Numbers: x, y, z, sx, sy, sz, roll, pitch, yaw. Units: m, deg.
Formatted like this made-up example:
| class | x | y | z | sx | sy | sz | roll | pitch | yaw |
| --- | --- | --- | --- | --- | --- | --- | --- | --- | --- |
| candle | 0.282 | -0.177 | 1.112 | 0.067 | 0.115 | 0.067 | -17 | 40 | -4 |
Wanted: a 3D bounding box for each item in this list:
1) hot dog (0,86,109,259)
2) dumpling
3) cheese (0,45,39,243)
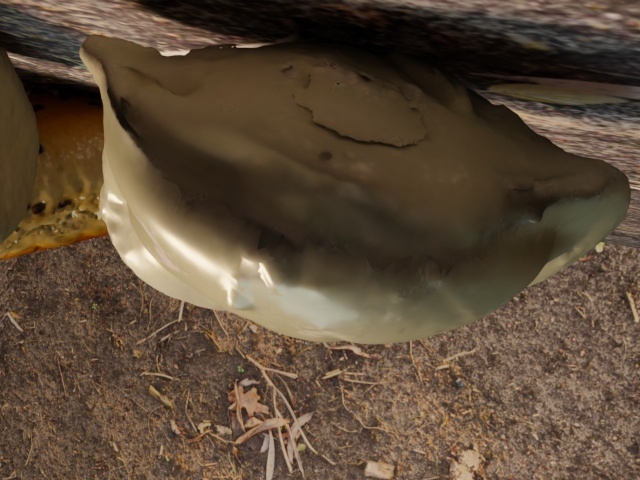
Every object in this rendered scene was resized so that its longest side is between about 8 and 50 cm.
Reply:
| class | x | y | z | sx | sy | sz | roll | pitch | yaw |
| --- | --- | --- | --- | --- | --- | --- | --- | --- | --- |
| hot dog | -0.363 | -0.076 | 1.111 | 0.365 | 0.196 | 0.367 | -10 | -168 | -23 |
| dumpling | 0.000 | 0.000 | 0.554 | 0.318 | 0.187 | 0.243 | 18 | 138 | 2 |
| cheese | -0.349 | -0.094 | 0.771 | 0.251 | 0.174 | 0.248 | 10 | 171 | 22 |
